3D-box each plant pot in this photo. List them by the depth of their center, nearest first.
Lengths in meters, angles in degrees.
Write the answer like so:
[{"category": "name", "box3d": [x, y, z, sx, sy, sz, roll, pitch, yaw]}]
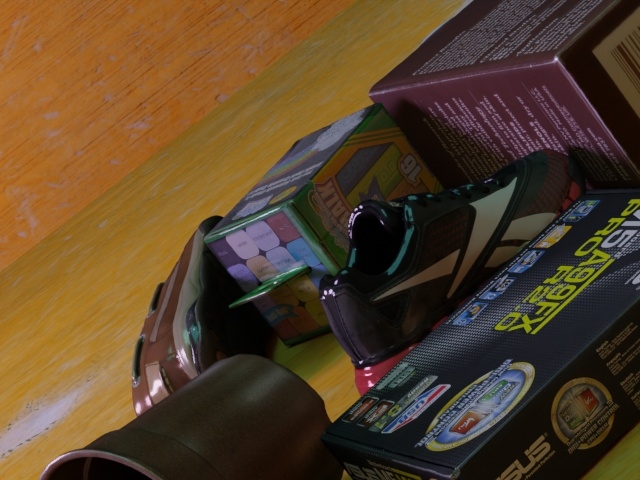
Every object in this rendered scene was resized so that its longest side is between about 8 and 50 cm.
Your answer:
[{"category": "plant pot", "box3d": [-0.077, 0.169, 1.235, 0.167, 0.167, 0.165, -24, 12, 44]}]

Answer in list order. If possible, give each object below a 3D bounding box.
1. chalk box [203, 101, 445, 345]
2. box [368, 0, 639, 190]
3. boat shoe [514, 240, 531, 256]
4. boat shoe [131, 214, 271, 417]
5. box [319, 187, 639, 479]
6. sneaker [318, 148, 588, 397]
[{"category": "chalk box", "box3d": [0.000, 0.000, 1.644, 0.132, 0.132, 0.213, -21, 22, 48]}, {"category": "box", "box3d": [0.212, -0.147, 1.577, 0.191, 0.143, 0.381, -42, 16, -15]}, {"category": "boat shoe", "box3d": [0.161, 0.023, 1.327, 0.135, 0.045, 0.050, -45, 17, -28]}, {"category": "boat shoe", "box3d": [-0.117, 0.077, 1.712, 0.120, 0.122, 0.324, -37, 12, 16]}, {"category": "box", "box3d": [0.148, 0.070, 1.174, 0.270, 0.060, 0.216, -41, 13, -15]}, {"category": "sneaker", "box3d": [0.099, -0.001, 1.382, 0.276, 0.135, 0.097, -44, 13, -30]}]
